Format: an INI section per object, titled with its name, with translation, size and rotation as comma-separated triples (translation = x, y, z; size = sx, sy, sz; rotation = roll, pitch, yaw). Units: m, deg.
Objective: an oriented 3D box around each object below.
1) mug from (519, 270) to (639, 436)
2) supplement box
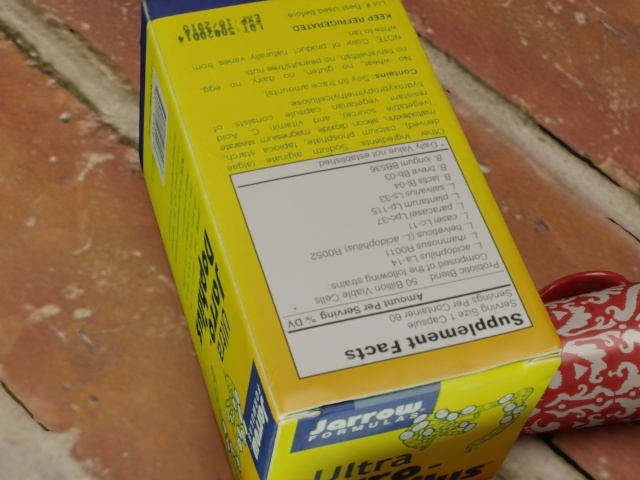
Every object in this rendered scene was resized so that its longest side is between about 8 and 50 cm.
[mug]
translation = 0.205, 0.089, 0.992
size = 0.169, 0.150, 0.113
rotation = -10, 95, -10
[supplement box]
translation = 0.000, 0.000, 0.947
size = 0.194, 0.195, 0.357
rotation = -11, 58, -15
